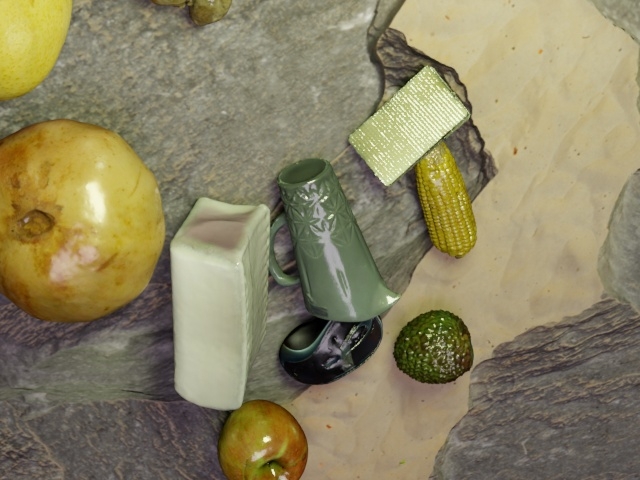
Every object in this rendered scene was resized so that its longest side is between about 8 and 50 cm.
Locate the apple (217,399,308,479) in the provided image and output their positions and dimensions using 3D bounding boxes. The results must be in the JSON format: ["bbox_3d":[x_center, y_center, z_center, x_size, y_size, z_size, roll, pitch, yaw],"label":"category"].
[{"bbox_3d":[-0.124,0.433,2.089,0.196,0.196,0.195,-5,125,-7],"label":"apple"}]

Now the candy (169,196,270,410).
[{"bbox_3d":[-0.185,0.114,1.829,0.145,0.208,0.358,9,125,7],"label":"candy"}]

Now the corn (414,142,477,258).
[{"bbox_3d":[0.235,-0.071,1.860,0.097,0.097,0.261,-18,124,2],"label":"corn"}]

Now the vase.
[{"bbox_3d":[0.000,0.000,1.847,0.251,0.156,0.300,-4,123,23],"label":"vase"}]

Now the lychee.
[{"bbox_3d":[0.227,0.220,2.026,0.171,0.171,0.171,-5,125,-7],"label":"lychee"}]

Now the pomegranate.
[{"bbox_3d":[-0.410,-0.036,1.651,0.338,0.338,0.338,-5,125,-7],"label":"pomegranate"}]

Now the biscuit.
[{"bbox_3d":[0.157,-0.201,1.758,0.199,0.040,0.121,-40,85,17],"label":"biscuit"}]

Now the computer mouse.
[{"bbox_3d":[0.021,0.217,2.015,0.233,0.096,0.137,-41,121,18],"label":"computer mouse"}]

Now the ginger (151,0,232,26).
[{"bbox_3d":[-0.236,-0.403,1.551,0.204,0.080,0.104,16,126,-22],"label":"ginger"}]

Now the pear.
[{"bbox_3d":[-0.505,-0.357,1.410,0.315,0.314,0.314,-5,125,-7],"label":"pear"}]
